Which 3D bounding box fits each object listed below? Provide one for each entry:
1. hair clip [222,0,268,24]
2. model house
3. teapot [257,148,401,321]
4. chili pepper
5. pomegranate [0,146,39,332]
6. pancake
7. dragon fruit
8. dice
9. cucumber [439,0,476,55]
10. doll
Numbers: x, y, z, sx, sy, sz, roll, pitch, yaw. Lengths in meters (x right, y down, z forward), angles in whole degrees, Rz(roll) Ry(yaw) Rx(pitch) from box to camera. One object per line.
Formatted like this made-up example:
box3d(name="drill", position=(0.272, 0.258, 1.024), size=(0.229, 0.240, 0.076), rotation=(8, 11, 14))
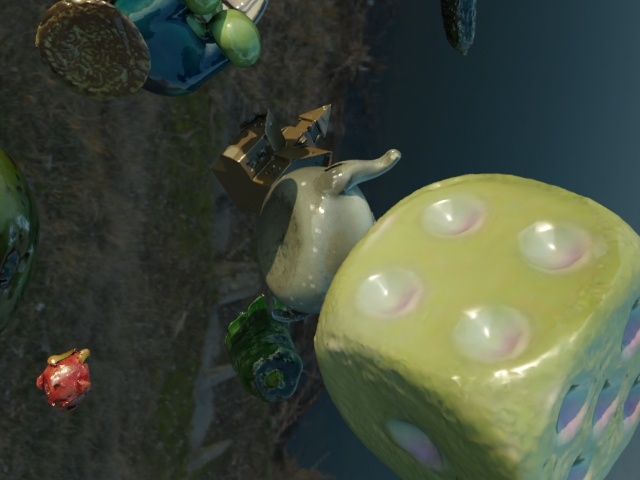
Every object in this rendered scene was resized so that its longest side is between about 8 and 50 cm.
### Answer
box3d(name="hair clip", position=(-0.157, -0.400, 1.307), size=(0.140, 0.220, 0.054), rotation=(-45, 163, 1))
box3d(name="model house", position=(-0.062, -0.183, 1.567), size=(0.248, 0.181, 0.176), rotation=(-52, 138, -23))
box3d(name="teapot", position=(0.000, 0.000, 1.113), size=(0.130, 0.193, 0.294), rotation=(-1, 132, -26))
box3d(name="chili pepper", position=(-0.096, 0.196, 1.483), size=(0.136, 0.270, 0.099), rotation=(-24, 115, -5))
box3d(name="pomegranate", position=(-0.309, -0.005, 0.580), size=(0.181, 0.224, 0.181), rotation=(9, 90, -85))
box3d(name="pancake", position=(-0.211, -0.175, 0.788), size=(0.011, 0.115, 0.115), rotation=(-84, 156, -44))
box3d(name="dragon fruit", position=(-0.482, 0.262, 1.578), size=(0.068, 0.126, 0.112), rotation=(3, 70, -48))
box3d(name="dice", position=(0.163, 0.106, 0.817), size=(0.250, 0.252, 0.254), rotation=(-43, 136, -26))
box3d(name="cucumber", position=(0.217, -0.424, 1.332), size=(0.067, 0.068, 0.293), rotation=(-49, 147, -37))
box3d(name="doll", position=(-0.203, -0.266, 0.985), size=(0.186, 0.322, 0.198), rotation=(-39, 121, 1))
